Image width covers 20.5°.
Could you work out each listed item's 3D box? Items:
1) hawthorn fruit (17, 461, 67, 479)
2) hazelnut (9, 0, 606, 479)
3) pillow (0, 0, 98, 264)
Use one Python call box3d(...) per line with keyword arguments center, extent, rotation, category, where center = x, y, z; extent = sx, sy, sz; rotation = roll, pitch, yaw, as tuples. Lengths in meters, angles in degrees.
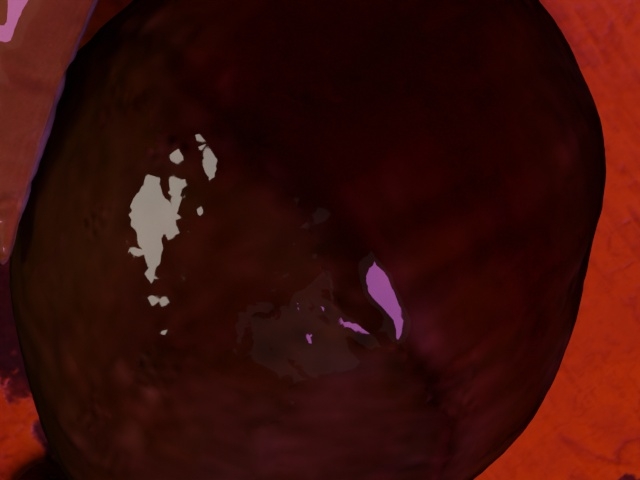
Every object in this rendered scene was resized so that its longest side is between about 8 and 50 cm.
box3d(center=(-0.191, 0.197, 1.297), extent=(0.077, 0.077, 0.077), rotation=(-8, 120, -13), category="hawthorn fruit")
box3d(center=(0.000, 0.000, 1.102), extent=(0.421, 0.353, 0.421), rotation=(-39, 140, -43), category="hazelnut")
box3d(center=(-0.240, -0.194, 0.984), extent=(0.310, 0.119, 0.312), rotation=(31, 111, 10), category="pillow")
